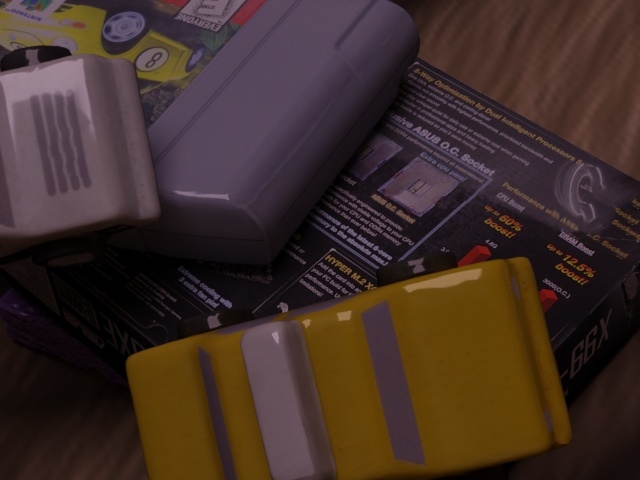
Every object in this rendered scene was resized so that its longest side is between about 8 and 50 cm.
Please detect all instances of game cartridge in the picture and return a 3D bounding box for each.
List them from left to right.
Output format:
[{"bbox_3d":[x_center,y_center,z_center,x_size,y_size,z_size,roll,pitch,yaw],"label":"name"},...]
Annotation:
[{"bbox_3d":[-0.118,-0.093,0.696,0.294,0.060,0.196,20,57,22],"label":"game cartridge"}]

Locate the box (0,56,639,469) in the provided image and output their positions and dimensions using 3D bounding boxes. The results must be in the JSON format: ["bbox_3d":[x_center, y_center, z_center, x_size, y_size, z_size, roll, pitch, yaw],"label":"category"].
[{"bbox_3d":[0.000,0.000,0.692,0.307,0.076,0.242,33,59,28],"label":"box"}]

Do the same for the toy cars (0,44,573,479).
[{"bbox_3d":[-0.088,0.019,0.545,0.393,0.087,0.176,28,94,19],"label":"toy cars"}]

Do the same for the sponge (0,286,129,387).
[{"bbox_3d":[-0.088,-0.005,0.781,0.117,0.031,0.210,17,51,26],"label":"sponge"}]
